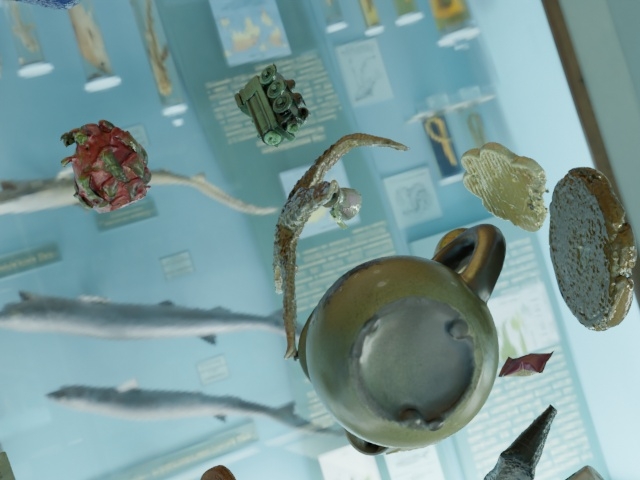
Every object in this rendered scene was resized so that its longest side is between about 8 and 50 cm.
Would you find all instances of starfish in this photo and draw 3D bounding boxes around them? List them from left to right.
[{"bbox_3d":[-0.009,-0.007,1.402,0.398,0.132,0.384,-59,-166,18],"label":"starfish"}]

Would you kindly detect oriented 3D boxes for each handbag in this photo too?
[{"bbox_3d":[0.469,0.490,1.978,0.175,0.088,0.270,-48,161,-29],"label":"handbag"}]

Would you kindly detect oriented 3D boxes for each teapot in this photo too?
[{"bbox_3d":[0.036,-0.066,1.605,0.064,0.083,0.064,-16,151,40],"label":"teapot"}]

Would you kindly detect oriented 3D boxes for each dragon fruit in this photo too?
[{"bbox_3d":[-0.423,-0.144,1.668,0.166,0.172,0.160,-16,-170,7],"label":"dragon fruit"}]

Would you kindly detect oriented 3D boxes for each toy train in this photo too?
[{"bbox_3d":[-0.085,-0.236,1.526,0.111,0.171,0.071,-41,135,20],"label":"toy train"}]

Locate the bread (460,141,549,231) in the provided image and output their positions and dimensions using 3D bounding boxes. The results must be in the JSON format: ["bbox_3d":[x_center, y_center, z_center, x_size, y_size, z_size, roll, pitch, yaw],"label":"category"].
[{"bbox_3d":[0.359,-0.112,1.675,0.039,0.181,0.251,-51,152,-16],"label":"bread"}]

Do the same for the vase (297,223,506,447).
[{"bbox_3d":[0.125,0.106,1.142,0.329,0.241,0.302,-47,-175,-4],"label":"vase"}]

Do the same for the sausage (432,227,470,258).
[{"bbox_3d":[0.297,0.066,1.843,0.123,0.123,0.347,-17,159,-3],"label":"sausage"}]

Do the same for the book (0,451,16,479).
[{"bbox_3d":[-0.506,0.477,1.241,0.025,0.283,0.214,-15,-178,44],"label":"book"}]

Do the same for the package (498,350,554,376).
[{"bbox_3d":[0.328,0.199,1.369,0.083,0.029,0.059,-13,-160,40],"label":"package"}]

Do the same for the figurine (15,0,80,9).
[{"bbox_3d":[-0.493,-0.452,1.481,0.262,0.121,0.164,-14,-148,-18],"label":"figurine"}]

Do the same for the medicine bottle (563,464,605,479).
[{"bbox_3d":[0.430,0.532,1.617,0.260,0.095,0.095,-40,173,15],"label":"medicine bottle"}]

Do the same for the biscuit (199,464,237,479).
[{"bbox_3d":[-0.162,0.489,1.418,0.036,0.186,0.192,-5,138,-50],"label":"biscuit"}]

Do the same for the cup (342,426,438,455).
[{"bbox_3d":[0.199,0.396,1.941,0.241,0.186,0.226,-1,169,44],"label":"cup"}]

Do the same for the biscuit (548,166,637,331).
[{"bbox_3d":[0.353,0.010,1.119,0.042,0.226,0.226,-6,178,-6],"label":"biscuit"}]
